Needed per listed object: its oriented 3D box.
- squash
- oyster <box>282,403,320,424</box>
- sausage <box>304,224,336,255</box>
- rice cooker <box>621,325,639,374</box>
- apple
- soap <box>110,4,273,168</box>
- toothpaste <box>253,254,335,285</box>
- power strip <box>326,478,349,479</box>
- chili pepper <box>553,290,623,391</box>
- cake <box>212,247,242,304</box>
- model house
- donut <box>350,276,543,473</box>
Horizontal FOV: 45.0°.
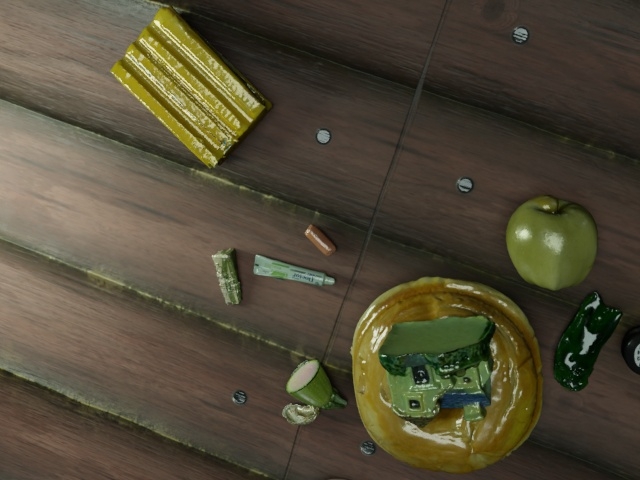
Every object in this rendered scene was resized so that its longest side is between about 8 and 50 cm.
[{"bbox_3d":[-0.003,0.358,1.809,0.105,0.105,0.132,-36,110,15],"label":"squash"},{"bbox_3d":[-0.042,0.409,1.853,0.083,0.038,0.080,26,78,33],"label":"oyster"},{"bbox_3d":[0.000,0.000,1.761,0.083,0.034,0.034,45,105,0],"label":"sausage"},{"bbox_3d":[0.722,0.234,1.628,0.165,0.106,0.112,-1,96,22],"label":"rice cooker"},{"bbox_3d":[0.479,0.003,1.591,0.200,0.200,0.200,2,100,11],"label":"apple"},{"bbox_3d":[-0.281,-0.338,1.723,0.324,0.096,0.204,45,105,0],"label":"soap"},{"bbox_3d":[-0.062,0.075,1.790,0.197,0.029,0.048,12,102,12],"label":"toothpaste"},{"bbox_3d":[0.057,0.628,1.803,0.154,0.154,0.078,15,104,8],"label":"power strip"},{"bbox_3d":[0.573,0.219,1.676,0.098,0.061,0.224,22,105,13],"label":"chili pepper"},{"bbox_3d":[-0.215,0.083,1.824,0.051,0.055,0.140,-5,116,11],"label":"cake"},{"bbox_3d":[0.237,0.265,1.488,0.214,0.195,0.189,-7,105,16],"label":"model house"},{"bbox_3d":[0.268,0.296,1.680,0.449,0.198,0.449,2,100,13],"label":"donut"}]
